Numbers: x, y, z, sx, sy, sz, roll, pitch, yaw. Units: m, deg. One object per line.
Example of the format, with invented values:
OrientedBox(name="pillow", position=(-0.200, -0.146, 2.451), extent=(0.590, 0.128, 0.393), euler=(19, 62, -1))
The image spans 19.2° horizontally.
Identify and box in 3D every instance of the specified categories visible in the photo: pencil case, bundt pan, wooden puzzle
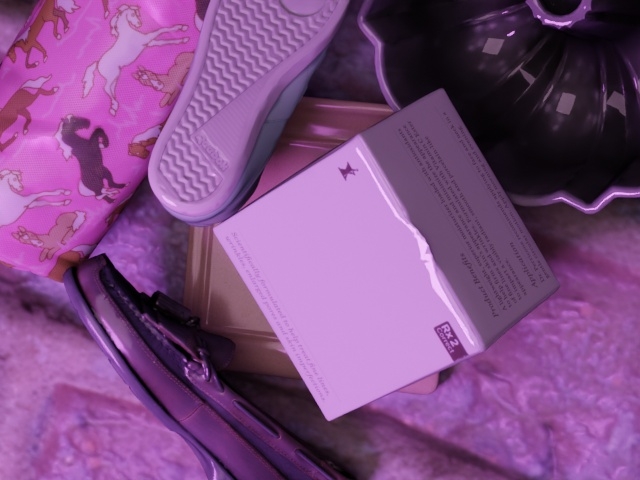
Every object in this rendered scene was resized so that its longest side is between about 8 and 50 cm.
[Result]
OrientedBox(name="pencil case", position=(-0.172, -0.156, 1.526), extent=(0.167, 0.160, 0.386), euler=(33, 102, -13))
OrientedBox(name="bundt pan", position=(0.199, -0.192, 1.428), extent=(0.331, 0.124, 0.331), euler=(6, 104, 25))
OrientedBox(name="wooden puzzle", position=(0.000, 0.000, 1.559), extent=(0.221, 0.044, 0.239), euler=(6, 101, 13))

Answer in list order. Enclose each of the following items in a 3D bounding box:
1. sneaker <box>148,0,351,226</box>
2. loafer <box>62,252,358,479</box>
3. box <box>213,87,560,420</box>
OrientedBox(name="sneaker", position=(-0.055, -0.127, 1.464), extent=(0.094, 0.151, 0.256), euler=(30, 82, 3))
OrientedBox(name="loafer", position=(-0.086, 0.119, 1.540), extent=(0.095, 0.109, 0.302), euler=(-36, 105, 6))
OrientedBox(name="box", position=(0.049, 0.013, 1.431), extent=(0.182, 0.119, 0.181), euler=(-30, 91, 43))
